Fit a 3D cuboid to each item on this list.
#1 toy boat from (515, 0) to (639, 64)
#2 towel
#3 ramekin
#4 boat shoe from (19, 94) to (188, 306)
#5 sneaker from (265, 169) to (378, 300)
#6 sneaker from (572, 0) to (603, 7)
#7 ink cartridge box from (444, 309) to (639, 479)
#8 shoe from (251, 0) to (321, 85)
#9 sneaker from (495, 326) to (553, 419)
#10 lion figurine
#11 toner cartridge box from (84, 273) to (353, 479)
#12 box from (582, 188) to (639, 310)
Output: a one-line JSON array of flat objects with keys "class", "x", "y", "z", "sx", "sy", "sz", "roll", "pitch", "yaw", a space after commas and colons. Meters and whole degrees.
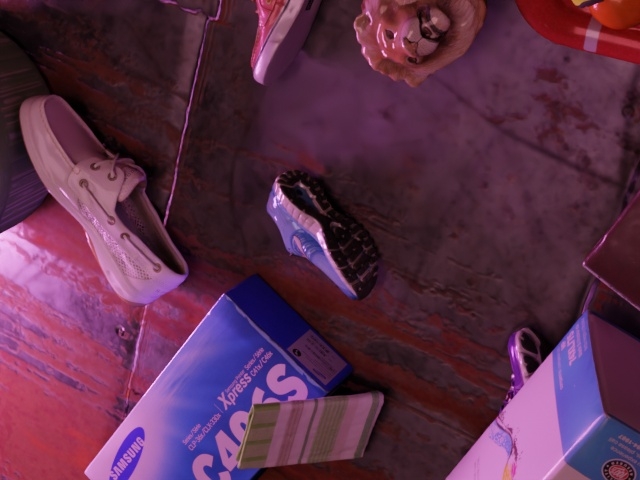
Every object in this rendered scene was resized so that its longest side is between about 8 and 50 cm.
[{"class": "toy boat", "x": 0.278, "y": -0.227, "z": 1.242, "sx": 0.231, "sy": 0.151, "sz": 0.151, "roll": 18, "pitch": 114, "yaw": 22}, {"class": "towel", "x": -0.013, "y": 0.208, "z": 1.546, "sx": 0.023, "sy": 0.152, "sz": 0.113, "roll": -111, "pitch": 27, "yaw": -42}, {"class": "ramekin", "x": -0.461, "y": -0.126, "z": 1.671, "sx": 0.303, "sy": 0.148, "sz": 0.303, "roll": 9, "pitch": 111, "yaw": 25}, {"class": "boat shoe", "x": -0.241, "y": -0.060, "z": 1.612, "sx": 0.096, "sy": 0.098, "sz": 0.277, "roll": -26, "pitch": 103, "yaw": 32}, {"class": "sneaker", "x": 0.000, "y": 0.000, "z": 1.532, "sx": 0.162, "sy": 0.063, "sz": 0.073, "roll": 53, "pitch": 140, "yaw": 8}, {"class": "sneaker", "x": 0.215, "y": -0.353, "z": 1.189, "sx": 0.111, "sy": 0.121, "sz": 0.299, "roll": -18, "pitch": 57, "yaw": 28}, {"class": "ink cartridge box", "x": 0.262, "y": 0.254, "z": 1.340, "sx": 0.198, "sy": 0.197, "sz": 0.270, "roll": 31, "pitch": 115, "yaw": -10}, {"class": "shoe", "x": -0.047, "y": -0.257, "z": 1.461, "sx": 0.081, "sy": 0.063, "sz": 0.178, "roll": 33, "pitch": 114, "yaw": 16}, {"class": "sneaker", "x": 0.212, "y": 0.174, "z": 1.463, "sx": 0.071, "sy": 0.068, "sz": 0.169, "roll": 2, "pitch": 108, "yaw": 34}, {"class": "lion figurine", "x": 0.050, "y": -0.358, "z": 1.326, "sx": 0.240, "sy": 0.142, "sz": 0.392, "roll": -38, "pitch": 86, "yaw": 30}, {"class": "toner cartridge box", "x": -0.127, "y": 0.217, "z": 1.651, "sx": 0.165, "sy": 0.075, "sz": 0.348, "roll": 44, "pitch": 121, "yaw": 9}, {"class": "box", "x": 0.377, "y": -0.023, "z": 1.247, "sx": 0.167, "sy": 0.168, "sz": 0.203, "roll": 39, "pitch": 120, "yaw": 11}]
